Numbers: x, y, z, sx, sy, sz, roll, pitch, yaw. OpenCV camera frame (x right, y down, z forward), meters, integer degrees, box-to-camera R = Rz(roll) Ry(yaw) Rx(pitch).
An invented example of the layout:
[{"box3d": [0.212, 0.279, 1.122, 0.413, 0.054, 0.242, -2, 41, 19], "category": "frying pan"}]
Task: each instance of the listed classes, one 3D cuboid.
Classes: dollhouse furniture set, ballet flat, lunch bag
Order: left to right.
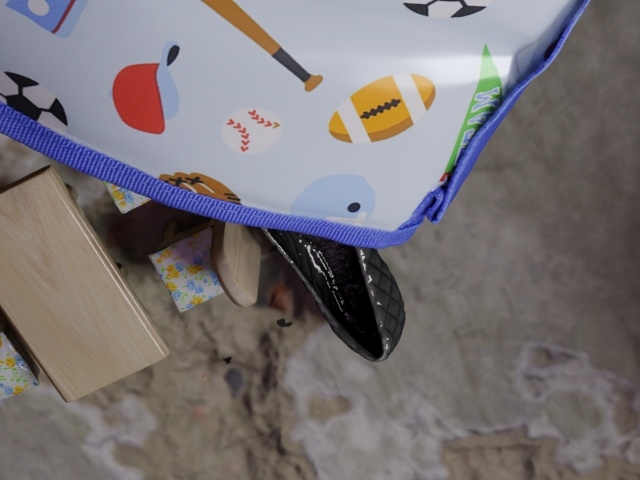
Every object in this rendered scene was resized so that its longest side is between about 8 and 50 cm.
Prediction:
[{"box3d": [-0.179, -0.004, 0.979, 0.212, 0.161, 0.242, -25, 113, 12], "category": "dollhouse furniture set"}, {"box3d": [-0.044, -0.199, 0.819, 0.385, 0.239, 0.328, 29, 128, -4], "category": "lunch bag"}, {"box3d": [0.000, 0.000, 1.042, 0.057, 0.049, 0.173, -33, 111, 14], "category": "ballet flat"}]
